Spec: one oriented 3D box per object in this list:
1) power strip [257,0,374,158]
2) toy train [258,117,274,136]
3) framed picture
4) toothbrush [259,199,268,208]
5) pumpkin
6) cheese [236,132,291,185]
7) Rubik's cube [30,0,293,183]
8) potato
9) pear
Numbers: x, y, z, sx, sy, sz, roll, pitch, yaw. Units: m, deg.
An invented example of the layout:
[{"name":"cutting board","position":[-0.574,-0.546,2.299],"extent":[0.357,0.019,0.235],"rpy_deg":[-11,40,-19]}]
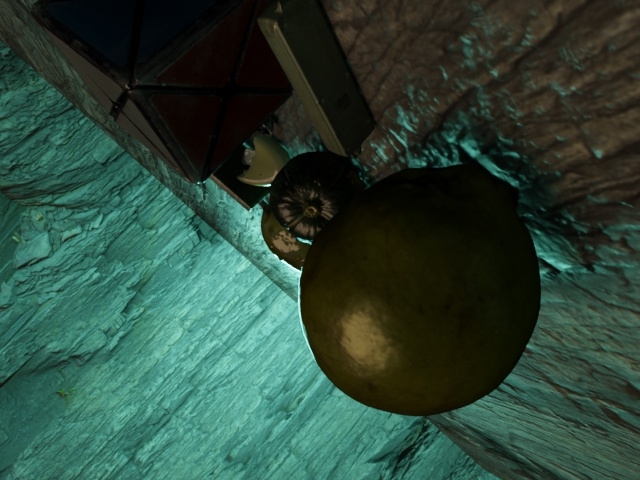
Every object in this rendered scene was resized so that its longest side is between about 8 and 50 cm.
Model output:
[{"name":"power strip","position":[0.000,-0.232,0.736],"extent":[0.052,0.078,0.272],"rpy_deg":[28,161,44]},{"name":"toy train","position":[-0.169,-0.295,1.046],"extent":[0.207,0.047,0.043],"rpy_deg":[44,166,-15]},{"name":"framed picture","position":[-0.226,-0.199,1.274],"extent":[0.260,0.189,0.023],"rpy_deg":[41,126,-4]},{"name":"toothbrush","position":[-0.223,-0.152,1.629],"extent":[0.413,0.042,0.035],"rpy_deg":[44,-158,-14]},{"name":"pumpkin","position":[-0.004,-0.080,1.008],"extent":[0.190,0.190,0.146],"rpy_deg":[49,-169,-29]},{"name":"cheese","position":[-0.087,-0.162,1.163],"extent":[0.235,0.049,0.127],"rpy_deg":[24,116,25]},{"name":"Rubik's cube","position":[-0.224,-0.290,0.805],"extent":[0.260,0.259,0.255],"rpy_deg":[39,165,21]},{"name":"potato","position":[0.000,0.000,1.191],"extent":[0.307,0.173,0.210],"rpy_deg":[37,-170,-7]},{"name":"pear","position":[0.143,0.082,0.752],"extent":[0.352,0.352,0.413],"rpy_deg":[35,145,21]}]
